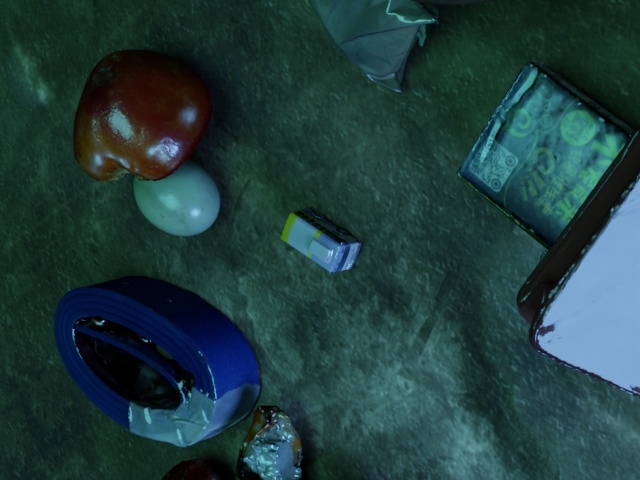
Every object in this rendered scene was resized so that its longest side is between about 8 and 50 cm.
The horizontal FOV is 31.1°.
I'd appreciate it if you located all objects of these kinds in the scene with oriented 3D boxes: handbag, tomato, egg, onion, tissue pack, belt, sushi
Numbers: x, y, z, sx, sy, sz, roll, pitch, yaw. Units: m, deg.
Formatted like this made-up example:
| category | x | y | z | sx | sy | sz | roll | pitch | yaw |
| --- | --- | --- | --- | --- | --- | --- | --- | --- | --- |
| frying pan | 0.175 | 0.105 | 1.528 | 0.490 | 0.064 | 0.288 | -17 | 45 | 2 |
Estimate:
| category | x | y | z | sx | sy | sz | roll | pitch | yaw |
| --- | --- | --- | --- | --- | --- | --- | --- | --- | --- |
| handbag | 0.385 | 0.041 | 1.256 | 0.260 | 0.084 | 0.276 | 23 | 115 | -13 |
| tomato | -0.279 | -0.194 | 1.667 | 0.233 | 0.139 | 0.201 | -5 | 56 | 32 |
| egg | -0.216 | -0.070 | 1.706 | 0.152 | 0.114 | 0.114 | 34 | 117 | 30 |
| onion | -0.195 | 0.403 | 1.785 | 0.131 | 0.131 | 0.131 | 7 | 103 | 33 |
| tissue pack | 0.294 | -0.078 | 1.346 | 0.235 | 0.073 | 0.173 | 40 | 116 | 22 |
| belt | -0.262 | 0.182 | 1.786 | 0.346 | 0.117 | 0.213 | 25 | 111 | 29 |
| handbag | 0.050 | -0.334 | 1.467 | 0.270 | 0.117 | 0.182 | 55 | 154 | 13 |
| sushi | -0.078 | 0.344 | 1.699 | 0.097 | 0.103 | 0.226 | 13 | 127 | -4 |

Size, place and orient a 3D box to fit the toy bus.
| category | x | y | z | sx | sy | sz | roll | pitch | yaw |
| --- | --- | --- | --- | --- | --- | --- | --- | --- | --- |
| toy bus | 0.000 | 0.000 | 1.605 | 0.102 | 0.058 | 0.052 | 34 | 117 | 25 |

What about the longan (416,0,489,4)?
| category | x | y | z | sx | sy | sz | roll | pitch | yaw |
| --- | --- | --- | --- | --- | --- | --- | --- | --- | --- |
| longan | 0.163 | -0.452 | 1.244 | 0.404 | 0.336 | 0.405 | -40 | 40 | 46 |
